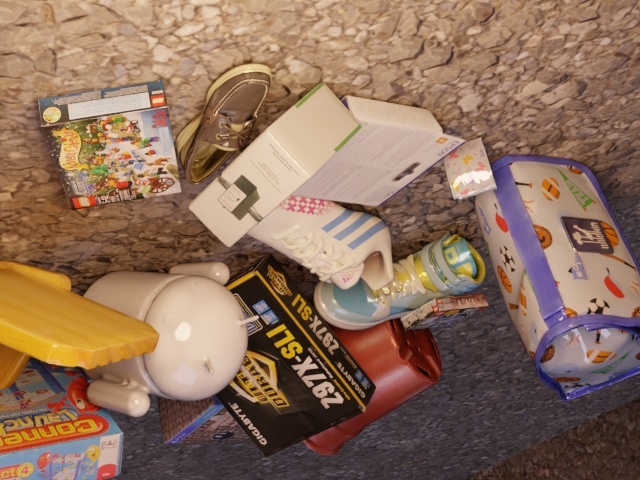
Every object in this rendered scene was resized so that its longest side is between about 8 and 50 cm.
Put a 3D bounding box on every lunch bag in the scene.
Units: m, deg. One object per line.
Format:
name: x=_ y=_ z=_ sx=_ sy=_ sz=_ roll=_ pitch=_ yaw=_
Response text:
lunch bag: x=0.409 y=0.057 z=1.949 sx=0.239 sy=0.327 sz=0.385 roll=-26 pitch=151 yaw=17
lunch bag: x=0.229 y=-0.106 z=1.801 sx=0.071 sy=0.083 sz=0.053 roll=-19 pitch=155 yaw=11

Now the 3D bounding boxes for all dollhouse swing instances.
dollhouse swing: x=-0.464 y=0.186 z=1.664 sx=0.315 sy=0.305 sz=0.347 roll=-56 pitch=168 yaw=9

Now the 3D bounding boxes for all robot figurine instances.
robot figurine: x=-0.259 y=0.151 z=1.887 sx=0.353 sy=0.300 sz=0.200 roll=3 pitch=144 yaw=42

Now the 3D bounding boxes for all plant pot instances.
plant pot: x=0.075 y=0.242 z=2.273 sx=0.265 sy=0.272 sz=0.272 roll=-29 pitch=151 yaw=23

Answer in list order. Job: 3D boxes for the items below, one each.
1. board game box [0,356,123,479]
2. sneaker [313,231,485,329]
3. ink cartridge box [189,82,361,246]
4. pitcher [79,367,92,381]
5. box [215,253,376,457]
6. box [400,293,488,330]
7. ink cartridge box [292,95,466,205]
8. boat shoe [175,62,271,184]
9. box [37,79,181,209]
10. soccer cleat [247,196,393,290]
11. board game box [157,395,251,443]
board game box: x=-0.516 y=0.286 z=1.869 sx=0.308 sy=0.302 sz=0.086 roll=-7 pitch=120 yaw=-32
sneaker: x=0.155 y=0.062 z=2.084 sx=0.319 sy=0.127 sz=0.208 roll=-8 pitch=159 yaw=-35
ink cartridge box: x=-0.064 y=-0.100 z=1.581 sx=0.208 sy=0.087 sz=0.153 roll=-38 pitch=-173 yaw=44
pitcher: x=-0.511 y=0.274 z=2.160 sx=0.178 sy=0.125 sz=0.207 roll=12 pitch=136 yaw=-20
box: x=-0.095 y=0.212 z=2.090 sx=0.257 sy=0.322 sz=0.079 roll=-30 pitch=-167 yaw=32
box: x=0.225 y=0.130 z=2.109 sx=0.137 sy=0.027 sz=0.094 roll=-3 pitch=156 yaw=-42
ink cartridge box: x=0.062 y=-0.127 z=1.720 sx=0.224 sy=0.045 sz=0.223 roll=7 pitch=149 yaw=-39
boat shoe: x=-0.124 y=-0.149 z=1.544 sx=0.080 sy=0.073 sz=0.223 roll=4 pitch=151 yaw=-33
box: x=-0.275 y=-0.123 z=1.561 sx=0.159 sy=0.044 sz=0.233 roll=-10 pitch=155 yaw=-6
soccer cleat: x=0.000 y=0.000 z=1.844 sx=0.331 sy=0.143 sz=0.116 roll=12 pitch=146 yaw=-43
board game box: x=-0.163 y=0.320 z=2.456 sx=0.291 sy=0.141 sz=0.232 roll=4 pitch=151 yaw=-33
